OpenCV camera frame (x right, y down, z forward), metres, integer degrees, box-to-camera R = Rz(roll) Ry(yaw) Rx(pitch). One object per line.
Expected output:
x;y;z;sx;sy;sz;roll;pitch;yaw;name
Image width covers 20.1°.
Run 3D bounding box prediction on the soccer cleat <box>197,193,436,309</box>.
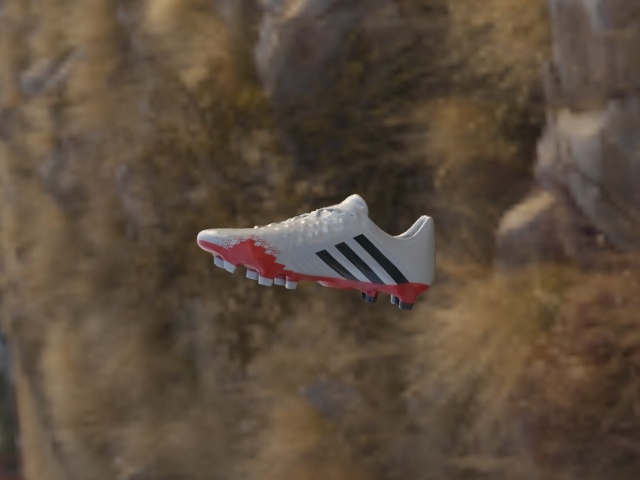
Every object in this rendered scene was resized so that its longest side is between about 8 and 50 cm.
0.000;0.000;0.610;0.029;0.083;0.036;-161;82;-77;soccer cleat
